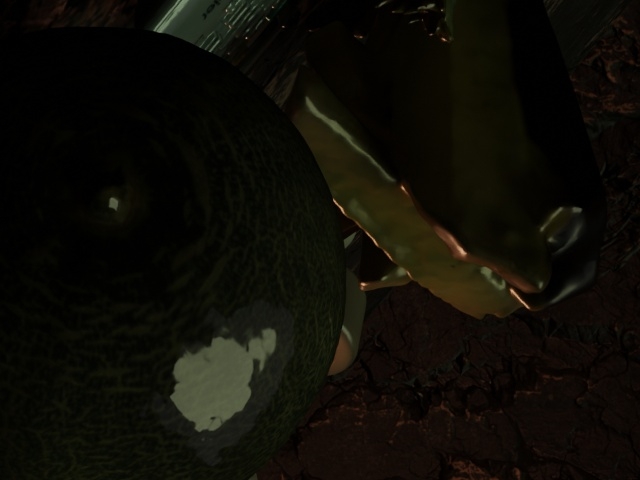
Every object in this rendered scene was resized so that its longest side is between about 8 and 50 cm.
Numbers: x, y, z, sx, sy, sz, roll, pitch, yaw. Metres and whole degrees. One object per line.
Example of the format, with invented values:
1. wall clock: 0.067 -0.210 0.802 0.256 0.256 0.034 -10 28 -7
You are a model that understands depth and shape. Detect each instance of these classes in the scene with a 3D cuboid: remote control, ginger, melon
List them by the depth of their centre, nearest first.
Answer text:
1. melon: -0.113 0.024 0.796 0.248 0.248 0.329 -47 176 -15
2. remote control: -0.059 -0.150 0.996 0.103 0.051 0.293 -49 176 5
3. ginger: 0.055 -0.105 1.160 0.211 0.358 0.413 -13 -175 -5

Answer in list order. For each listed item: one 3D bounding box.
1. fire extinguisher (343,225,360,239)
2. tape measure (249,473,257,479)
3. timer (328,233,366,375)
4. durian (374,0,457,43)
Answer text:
1. fire extinguisher: -0.034 -0.027 1.568 0.147 0.106 0.337 -25 -177 28
2. tape measure: -0.214 0.323 1.859 0.271 0.231 0.133 -13 170 18
3. timer: 0.000 0.000 1.795 0.175 0.175 0.266 118 -3 -58
4. durian: 0.060 -0.225 0.870 0.172 0.166 0.306 -50 -178 18
